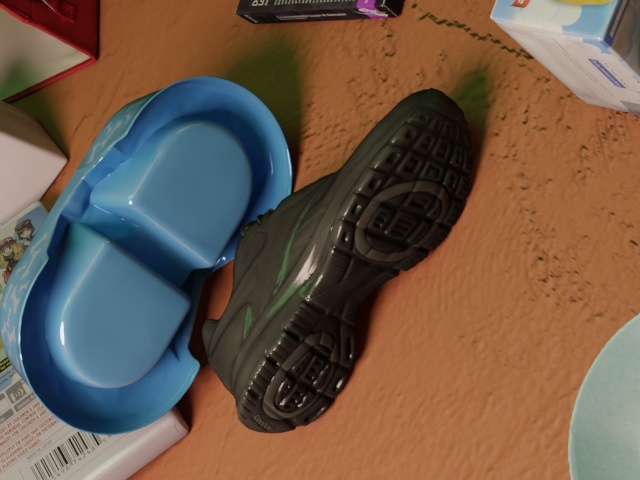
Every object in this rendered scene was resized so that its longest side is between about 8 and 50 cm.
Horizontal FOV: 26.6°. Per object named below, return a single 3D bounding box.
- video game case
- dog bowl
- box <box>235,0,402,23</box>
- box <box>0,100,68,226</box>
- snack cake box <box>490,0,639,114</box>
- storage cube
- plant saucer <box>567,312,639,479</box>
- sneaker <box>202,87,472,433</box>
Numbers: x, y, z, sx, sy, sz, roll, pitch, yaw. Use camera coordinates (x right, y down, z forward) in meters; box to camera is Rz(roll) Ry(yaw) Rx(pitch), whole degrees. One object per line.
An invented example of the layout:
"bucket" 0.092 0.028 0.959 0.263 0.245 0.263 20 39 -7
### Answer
"video game case" -0.313 0.155 1.173 0.329 0.036 0.300 -37 52 -3
"dog bowl" -0.142 0.007 1.073 0.074 0.166 0.297 10 66 51
"box" 0.008 -0.243 1.154 0.162 0.029 0.116 6 76 37
"box" -0.319 -0.075 1.288 0.102 0.101 0.087 -53 51 11
"snack cake box" 0.228 -0.229 0.902 0.089 0.152 0.264 19 86 39
"storage cube" -0.347 -0.261 1.327 0.215 0.184 0.193 -18 63 31
"plant saucer" 0.247 0.124 0.827 0.195 0.037 0.195 -13 66 32
"sneaker" 0.000 0.000 1.022 0.286 0.109 0.130 -54 44 5
